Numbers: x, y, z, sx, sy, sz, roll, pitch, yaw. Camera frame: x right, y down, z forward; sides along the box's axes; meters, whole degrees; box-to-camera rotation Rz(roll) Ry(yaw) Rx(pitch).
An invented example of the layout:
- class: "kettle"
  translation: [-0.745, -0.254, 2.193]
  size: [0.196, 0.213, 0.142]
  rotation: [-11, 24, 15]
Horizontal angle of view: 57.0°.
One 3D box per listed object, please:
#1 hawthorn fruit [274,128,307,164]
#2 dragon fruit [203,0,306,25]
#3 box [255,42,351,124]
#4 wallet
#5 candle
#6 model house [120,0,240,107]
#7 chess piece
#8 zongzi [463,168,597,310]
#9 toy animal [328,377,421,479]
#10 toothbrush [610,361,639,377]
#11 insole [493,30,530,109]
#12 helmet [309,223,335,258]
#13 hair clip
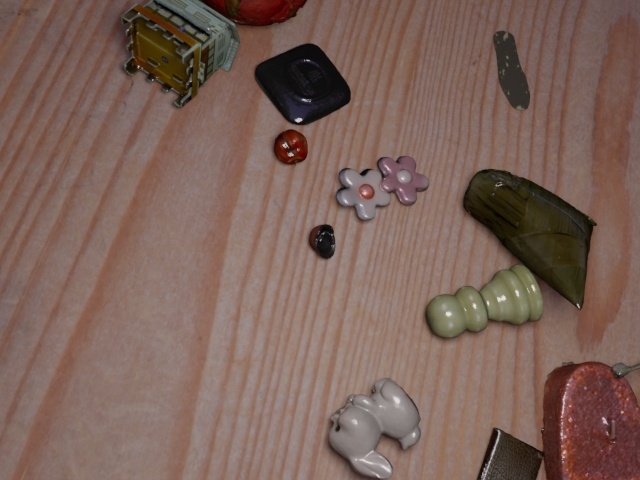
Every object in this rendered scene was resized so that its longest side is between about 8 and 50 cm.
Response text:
- class: "hawthorn fruit"
  translation: [-0.070, -0.228, 1.461]
  size: [0.093, 0.093, 0.093]
  rotation: [2, 74, -6]
- class: "dragon fruit"
  translation: [-0.178, -0.680, 1.482]
  size: [0.342, 0.277, 0.278]
  rotation: [-2, 73, -25]
- class: "box"
  translation: [-0.044, -0.409, 1.538]
  size: [0.201, 0.042, 0.212]
  rotation: [-31, 80, -16]
- class: "wallet"
  translation: [0.403, 0.558, 1.311]
  size: [0.132, 0.039, 0.243]
  rotation: [26, 72, -5]
- class: "candle"
  translation: [0.624, 0.442, 1.325]
  size: [0.287, 0.131, 0.317]
  rotation: [-36, 80, -12]
- class: "model house"
  translation: [-0.348, -0.489, 1.445]
  size: [0.224, 0.198, 0.215]
  rotation: [32, 56, 5]
- class: "chess piece"
  translation: [0.369, 0.157, 1.380]
  size: [0.251, 0.144, 0.144]
  rotation: [-17, 76, -4]
- class: "zongzi"
  translation: [0.467, -0.010, 1.352]
  size: [0.323, 0.160, 0.360]
  rotation: [27, 36, 7]
- class: "toy animal"
  translation: [0.122, 0.407, 1.275]
  size: [0.193, 0.127, 0.178]
  rotation: [-42, 84, -19]
- class: "toothbrush"
  translation: [0.771, 0.276, 1.385]
  size: [0.294, 0.026, 0.028]
  rotation: [-7, 40, -32]
- class: "insole"
  translation: [0.528, -0.474, 1.641]
  size: [0.081, 0.011, 0.248]
  rotation: [-5, 75, -9]
- class: "helmet"
  translation: [-0.001, 0.001, 1.419]
  size: [0.065, 0.049, 0.084]
  rotation: [-12, 102, -44]
- class: "hair clip"
  translation: [0.152, -0.134, 1.470]
  size: [0.257, 0.075, 0.146]
  rotation: [-21, 73, -17]
